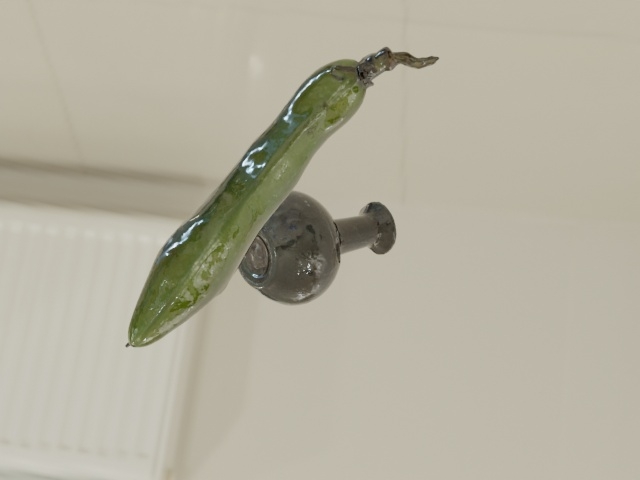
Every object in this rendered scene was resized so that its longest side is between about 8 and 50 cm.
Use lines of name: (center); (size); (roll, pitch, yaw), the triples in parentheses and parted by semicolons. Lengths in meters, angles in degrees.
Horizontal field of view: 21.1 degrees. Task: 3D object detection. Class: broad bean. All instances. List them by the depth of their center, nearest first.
broad bean: (-0.048, -0.042, 1.327); (0.067, 0.325, 0.075); (37, -177, -33)

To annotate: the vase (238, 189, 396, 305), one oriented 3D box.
vase: (0.000, 0.000, 1.799); (0.183, 0.120, 0.120); (-13, 171, -41)
